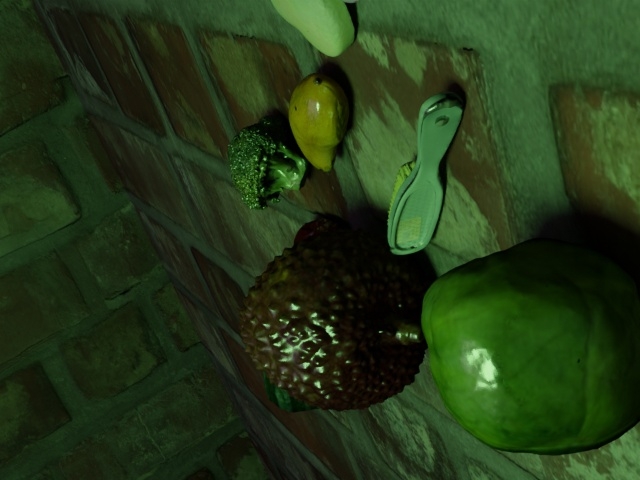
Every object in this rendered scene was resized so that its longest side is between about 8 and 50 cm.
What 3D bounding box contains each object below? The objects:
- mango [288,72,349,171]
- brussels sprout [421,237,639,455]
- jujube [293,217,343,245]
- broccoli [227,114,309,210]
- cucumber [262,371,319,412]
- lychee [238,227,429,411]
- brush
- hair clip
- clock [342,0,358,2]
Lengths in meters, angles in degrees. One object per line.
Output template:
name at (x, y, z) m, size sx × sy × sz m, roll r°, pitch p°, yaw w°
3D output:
mango at (-0.002, -0.170, 1.119) m, size 0.098 × 0.075 × 0.190 m, roll 60°, pitch 169°, yaw 20°
brussels sprout at (0.216, 0.107, 0.806) m, size 0.271 × 0.219 × 0.210 m, roll 65°, pitch -170°, yaw -86°
jujube at (0.000, 0.000, 1.363) m, size 0.077 × 0.077 × 0.129 m, roll 60°, pitch 155°, yaw -3°
broccoli at (-0.090, -0.125, 1.325) m, size 0.138 × 0.146 × 0.162 m, roll 22°, pitch 136°, yaw 7°
cucumber at (-0.049, 0.270, 1.737) m, size 0.191 × 0.191 × 0.130 m, roll 42°, pitch 146°, yaw 38°
lychee at (0.025, 0.111, 1.157) m, size 0.304 × 0.276 × 0.276 m, roll 3°, pitch 124°, yaw 45°
brush at (0.121, -0.087, 0.980) m, size 0.297 × 0.068 × 0.060 m, roll 97°, pitch 159°, yaw -55°
hair clip at (-0.008, -0.315, 0.937) m, size 0.159 × 0.071 × 0.218 m, roll 30°, pitch 151°, yaw 49°
clock at (0.060, -0.335, 0.700) m, size 0.248 × 0.090 × 0.227 m, roll 19°, pitch 137°, yaw 59°
